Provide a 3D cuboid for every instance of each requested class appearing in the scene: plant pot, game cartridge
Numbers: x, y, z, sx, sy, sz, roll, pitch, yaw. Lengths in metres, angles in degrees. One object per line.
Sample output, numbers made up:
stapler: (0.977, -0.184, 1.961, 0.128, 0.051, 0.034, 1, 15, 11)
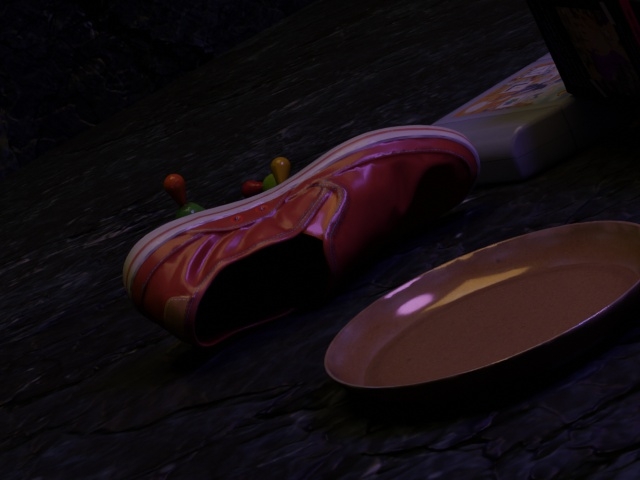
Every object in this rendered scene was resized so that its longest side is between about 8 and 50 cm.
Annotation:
plant pot: (0.117, 0.052, 0.999, 0.236, 0.032, 0.236, -22, 13, 5)
game cartridge: (0.234, -0.136, 1.479, 0.297, 0.062, 0.198, -33, 13, -35)

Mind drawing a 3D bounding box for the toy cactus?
toy cactus: (-0.056, -0.026, 1.462, 0.180, 0.112, 0.219, -5, 12, 26)

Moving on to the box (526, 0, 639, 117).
box: (0.311, -0.195, 1.240, 0.165, 0.143, 0.270, -36, 28, -10)

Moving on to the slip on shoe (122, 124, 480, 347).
slip on shoe: (0.000, 0.000, 1.262, 0.331, 0.123, 0.101, -23, 45, -21)
